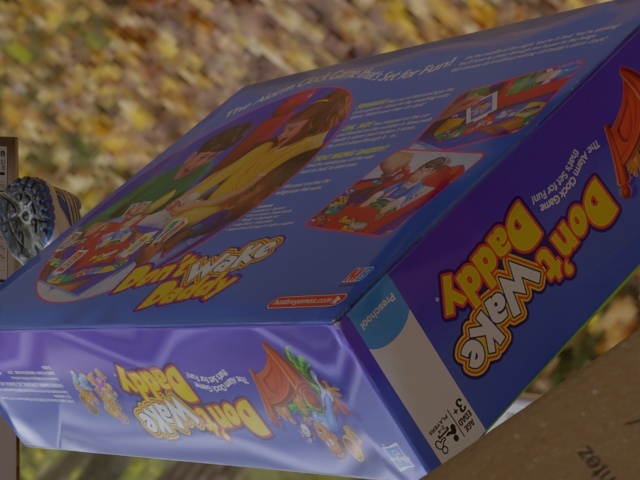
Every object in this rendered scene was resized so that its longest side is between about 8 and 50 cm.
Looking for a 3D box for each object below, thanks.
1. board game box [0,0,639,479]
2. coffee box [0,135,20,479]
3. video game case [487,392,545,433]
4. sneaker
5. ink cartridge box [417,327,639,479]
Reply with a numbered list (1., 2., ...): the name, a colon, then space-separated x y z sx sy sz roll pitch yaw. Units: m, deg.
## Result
1. board game box: 0.000 0.000 0.857 0.347 0.233 0.078 -5 122 56
2. coffee box: -0.288 0.085 1.364 0.119 0.297 0.168 2 154 -14
3. video game case: 0.145 0.177 0.831 0.026 0.206 0.227 -1 180 -33
4. sneaker: -0.149 0.025 1.120 0.058 0.052 0.135 7 -116 -55
5. ink cartridge box: 0.122 0.117 0.314 0.235 0.193 0.088 51 164 27
